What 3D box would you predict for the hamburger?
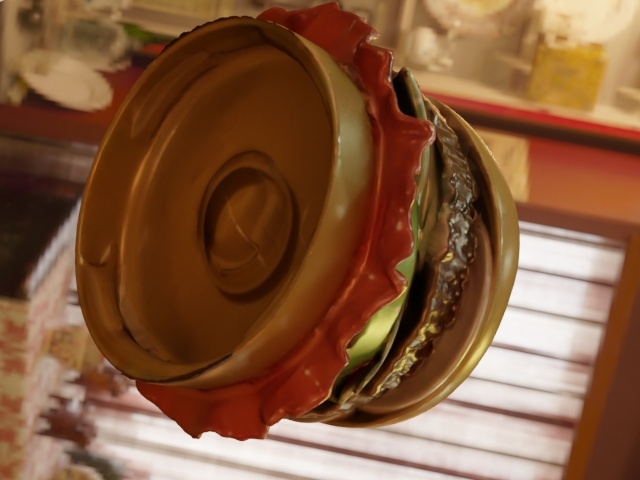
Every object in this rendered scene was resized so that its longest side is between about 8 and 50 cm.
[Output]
[{"bbox_3d":[-0.002,0.001,0.546,0.137,0.175,0.175,21,76,-43],"label":"hamburger"}]
